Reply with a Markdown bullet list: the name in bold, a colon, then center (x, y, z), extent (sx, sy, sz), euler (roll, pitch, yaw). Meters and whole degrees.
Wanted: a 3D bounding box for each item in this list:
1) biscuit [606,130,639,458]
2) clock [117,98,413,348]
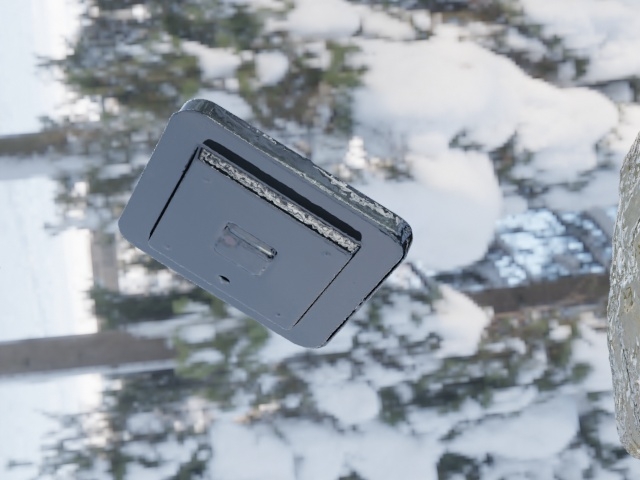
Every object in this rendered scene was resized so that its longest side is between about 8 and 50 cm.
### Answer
- **biscuit**: center (0.413, 0.053, 1.543), extent (0.446, 0.104, 0.429), euler (60, 35, -77)
- **clock**: center (-0.070, -0.003, 1.338), extent (0.049, 0.279, 0.273), euler (-62, -175, -36)
